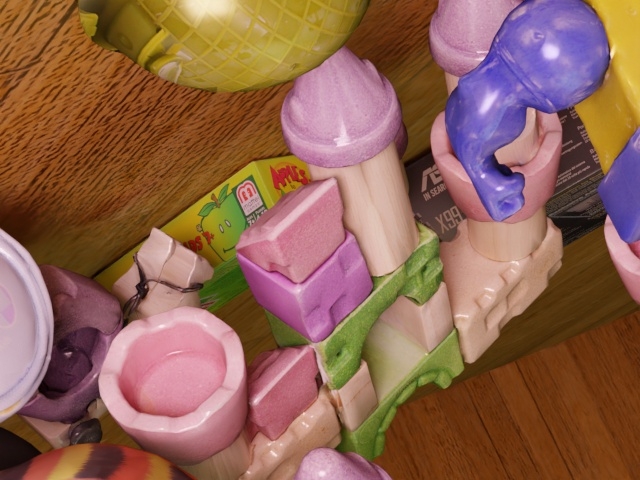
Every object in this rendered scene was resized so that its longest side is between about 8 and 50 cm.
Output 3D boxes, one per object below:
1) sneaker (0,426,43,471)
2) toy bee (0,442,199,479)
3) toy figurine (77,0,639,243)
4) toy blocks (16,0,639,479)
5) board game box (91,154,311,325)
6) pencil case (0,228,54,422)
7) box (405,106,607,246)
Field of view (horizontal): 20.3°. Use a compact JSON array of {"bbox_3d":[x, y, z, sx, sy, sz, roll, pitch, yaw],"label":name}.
[{"bbox_3d":[-0.100,0.174,0.844,0.109,0.286,0.130,-15,137,-38],"label":"sneaker"},{"bbox_3d":[-0.183,0.142,0.705,0.298,0.162,0.195,-28,-170,-15],"label":"toy bee"},{"bbox_3d":[0.119,-0.083,0.662,0.362,0.217,0.191,-23,169,-18],"label":"toy figurine"},{"bbox_3d":[0.000,0.000,0.846,0.288,0.309,0.260,-43,144,-20],"label":"toy blocks"},{"bbox_3d":[-0.062,0.005,1.128,0.181,0.043,0.092,-33,167,37],"label":"board game box"},{"bbox_3d":[-0.241,0.082,0.871,0.113,0.124,0.273,34,138,-23],"label":"pencil case"},{"bbox_3d":[0.193,-0.062,1.300,0.307,0.077,0.242,-31,168,26],"label":"box"}]
